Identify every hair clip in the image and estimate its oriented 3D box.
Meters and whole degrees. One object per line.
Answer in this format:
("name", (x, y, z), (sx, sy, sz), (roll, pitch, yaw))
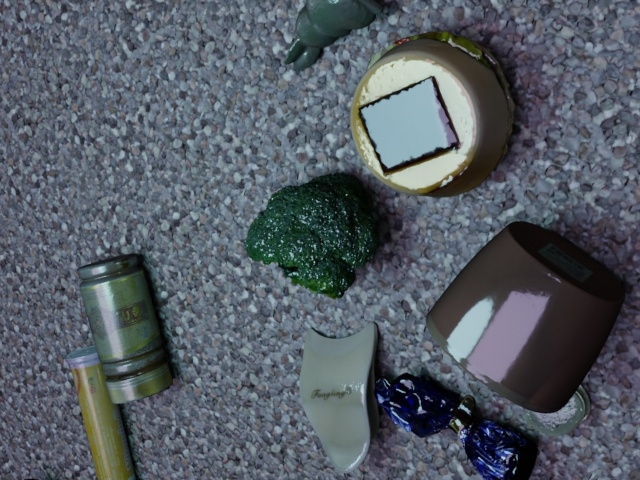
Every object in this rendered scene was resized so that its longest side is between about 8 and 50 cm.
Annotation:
("hair clip", (0.045, 0.322, 1.823), (0.172, 0.113, 0.282), (-8, 97, 32))

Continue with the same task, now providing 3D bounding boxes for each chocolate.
("chocolate", (0.254, 0.347, 1.708), (0.343, 0.126, 0.148), (31, 125, 28))

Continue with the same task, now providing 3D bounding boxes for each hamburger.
("hamburger", (0.439, 0.307, 1.617), (0.084, 0.054, 0.121), (44, 113, 17))
("hamburger", (0.197, -0.217, 1.567), (0.302, 0.170, 0.302), (11, 112, 30))

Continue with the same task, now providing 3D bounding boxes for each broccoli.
("broccoli", (0.000, 0.000, 1.728), (0.254, 0.269, 0.269), (34, 117, 25))

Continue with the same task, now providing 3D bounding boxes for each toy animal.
("toy animal", (0.005, -0.419, 1.670), (0.127, 0.125, 0.251), (43, 141, -15))

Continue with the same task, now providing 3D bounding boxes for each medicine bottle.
("medicine bottle", (-0.457, 0.202, 2.076), (0.151, 0.151, 0.323), (-11, 96, 33))
("medicine bottle", (-0.537, 0.480, 2.220), (0.108, 0.108, 0.426), (-6, 98, 32))

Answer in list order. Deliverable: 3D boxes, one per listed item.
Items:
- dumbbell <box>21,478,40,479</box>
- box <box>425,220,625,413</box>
("dumbbell", (-0.686, 0.739, 2.332), (0.388, 0.185, 0.185), (5, 104, 31))
("box", (0.355, 0.115, 1.491), (0.301, 0.301, 0.216), (38, 110, 18))
